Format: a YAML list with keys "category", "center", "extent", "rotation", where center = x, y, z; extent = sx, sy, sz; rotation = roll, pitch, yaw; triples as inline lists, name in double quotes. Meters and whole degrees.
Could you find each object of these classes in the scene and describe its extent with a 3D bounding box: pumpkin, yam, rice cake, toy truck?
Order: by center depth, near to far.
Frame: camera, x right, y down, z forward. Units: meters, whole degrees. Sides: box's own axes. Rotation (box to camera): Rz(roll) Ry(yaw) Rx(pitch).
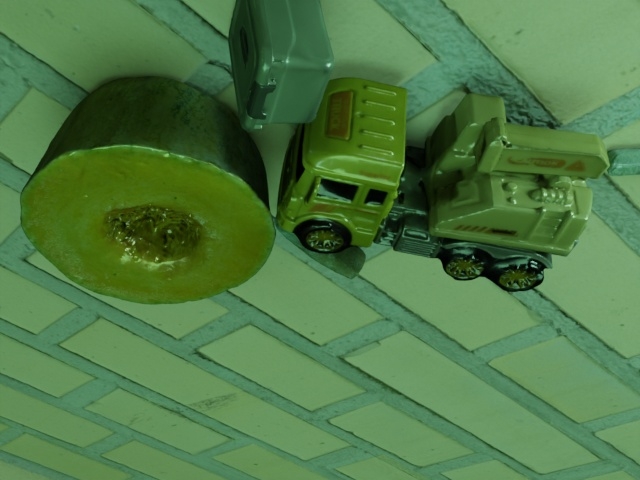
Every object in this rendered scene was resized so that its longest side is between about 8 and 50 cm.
- category: "toy truck"
  center: [0.157, -0.081, 1.012]
  extent: [0.405, 0.180, 0.254]
  rotation: [11, 144, -6]
- category: "rice cake"
  center: [0.493, -0.109, 1.046]
  extent: [0.208, 0.033, 0.033]
  rotation: [-1, 152, 7]
- category: "pumpkin"
  center: [-0.230, -0.079, 1.077]
  extent: [0.333, 0.199, 0.332]
  rotation: [-2, 144, -2]
- category: "yam"
  center: [0.000, 0.000, 1.230]
  extent: [0.068, 0.068, 0.169]
  rotation: [-22, 133, 31]

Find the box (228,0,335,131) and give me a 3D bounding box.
- category: "box"
  center: [-0.045, -0.216, 0.887]
  extent: [0.093, 0.172, 0.124]
  rotation: [1, 146, -18]
